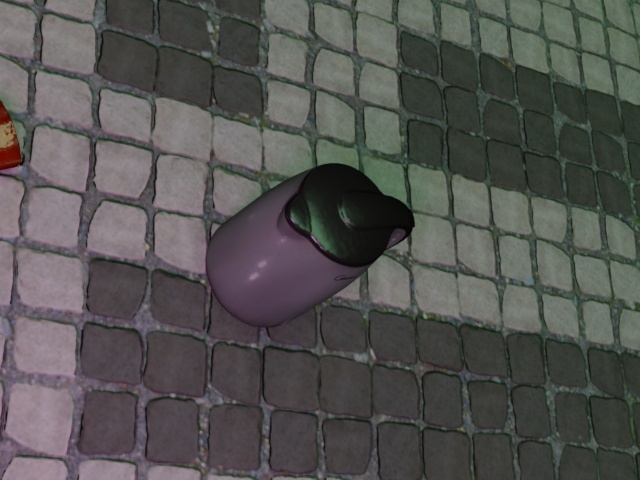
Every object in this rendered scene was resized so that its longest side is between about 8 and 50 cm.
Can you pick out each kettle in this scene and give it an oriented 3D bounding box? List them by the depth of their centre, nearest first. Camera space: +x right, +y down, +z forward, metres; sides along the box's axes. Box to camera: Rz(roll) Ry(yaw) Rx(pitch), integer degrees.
[{"bbox_3d":[0.000,0.000,1.358,0.221,0.236,0.161,0,69,-33],"label":"kettle"}]

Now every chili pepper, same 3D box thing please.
[{"bbox_3d":[-0.441,-0.110,1.234,0.169,0.065,0.088,-16,78,-33],"label":"chili pepper"}]
